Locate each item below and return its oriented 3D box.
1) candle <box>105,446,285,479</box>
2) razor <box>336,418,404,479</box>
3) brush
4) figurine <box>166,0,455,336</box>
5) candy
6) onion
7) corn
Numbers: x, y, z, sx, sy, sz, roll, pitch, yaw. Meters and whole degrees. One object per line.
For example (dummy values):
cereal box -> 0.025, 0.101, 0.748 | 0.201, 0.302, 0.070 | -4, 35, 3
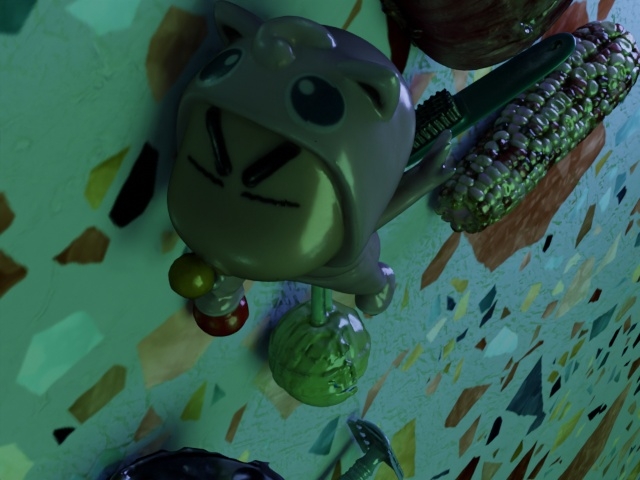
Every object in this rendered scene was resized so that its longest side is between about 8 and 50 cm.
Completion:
candle -> -0.116, 0.333, 0.906 | 0.187, 0.187, 0.330 | -32, 143, -40
razor -> -0.003, 0.310, 1.195 | 0.232, 0.068, 0.106 | -46, 149, -13
brush -> 0.127, -0.123, 0.916 | 0.193, 0.043, 0.032 | -34, 136, 19
figurine -> -0.017, -0.018, 0.742 | 0.186, 0.176, 0.287 | -57, 165, -32
candy -> 0.000, 0.000, 0.892 | 0.093, 0.092, 0.336 | -7, 123, -11
onion -> 0.170, -0.265, 0.843 | 0.284, 0.120, 0.227 | -57, 157, -3
corn -> 0.227, -0.116, 1.105 | 0.280, 0.092, 0.092 | -47, 150, -17
